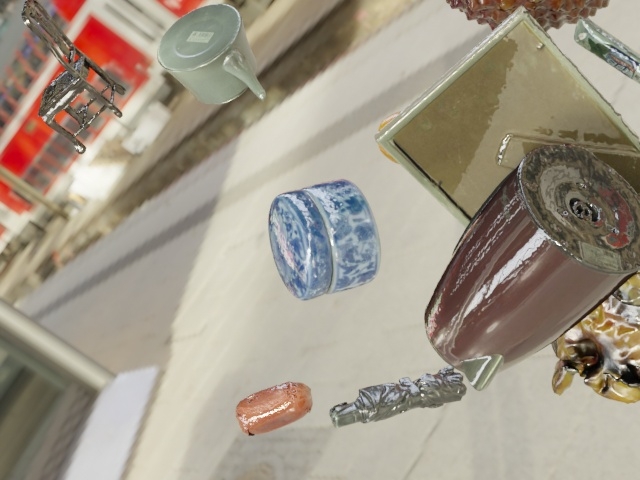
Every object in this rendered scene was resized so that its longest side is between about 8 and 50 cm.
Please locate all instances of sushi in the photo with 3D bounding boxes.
[{"bbox_3d":[0.348,0.072,1.302,0.200,0.213,0.204,-55,-26,-47],"label":"sushi"}]

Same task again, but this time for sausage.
[{"bbox_3d":[-0.079,0.286,2.046,0.141,0.076,0.076,-23,20,8],"label":"sausage"}]

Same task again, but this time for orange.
[{"bbox_3d":[0.126,-0.156,1.812,0.083,0.083,0.070,-53,-27,3],"label":"orange"}]

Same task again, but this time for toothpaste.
[{"bbox_3d":[0.497,-0.274,1.896,0.038,0.233,0.060,-44,-19,-24],"label":"toothpaste"}]

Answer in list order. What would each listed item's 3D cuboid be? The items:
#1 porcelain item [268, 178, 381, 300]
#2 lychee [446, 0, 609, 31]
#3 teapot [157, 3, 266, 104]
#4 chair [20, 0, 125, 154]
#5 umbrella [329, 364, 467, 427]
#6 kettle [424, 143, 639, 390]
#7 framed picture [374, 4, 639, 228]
[{"bbox_3d":[0.000,0.000,1.573,0.114,0.147,0.147,-16,1,-21],"label":"porcelain item"},{"bbox_3d":[0.252,-0.392,1.440,0.306,0.306,0.330,-52,6,6],"label":"lychee"},{"bbox_3d":[-0.186,-0.310,2.112,0.239,0.149,0.162,27,70,42],"label":"teapot"},{"bbox_3d":[-0.424,-0.267,1.929,0.113,0.229,0.106,-38,27,15],"label":"chair"},{"bbox_3d":[0.127,0.264,1.994,0.235,0.059,0.066,-14,25,-17],"label":"umbrella"},{"bbox_3d":[0.188,0.017,1.165,0.232,0.144,0.202,-53,31,44],"label":"kettle"},{"bbox_3d":[0.230,-0.088,1.329,0.213,0.289,0.016,-42,25,15],"label":"framed picture"}]
